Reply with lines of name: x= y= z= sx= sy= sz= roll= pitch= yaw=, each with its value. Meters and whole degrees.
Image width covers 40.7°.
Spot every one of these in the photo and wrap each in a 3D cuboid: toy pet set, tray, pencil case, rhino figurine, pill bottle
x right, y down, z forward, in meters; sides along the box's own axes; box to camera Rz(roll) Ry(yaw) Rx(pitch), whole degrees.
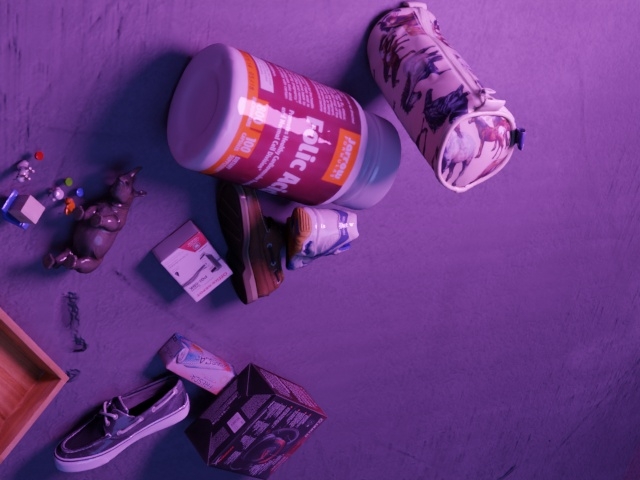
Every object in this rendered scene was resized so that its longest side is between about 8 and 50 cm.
toy pet set: x=-0.495 y=-0.077 z=1.497 sx=0.122 sy=0.065 sz=0.114 roll=52 pitch=52 yaw=-44
tray: x=-0.639 y=0.198 z=1.513 sx=0.203 sy=0.076 sz=0.411 roll=-55 pitch=138 yaw=-27
pencil case: x=0.214 y=-0.277 z=1.571 sx=0.159 sy=0.410 sz=0.183 roll=10 pitch=127 yaw=-29
rhino figurine: x=-0.393 y=-0.037 z=1.553 sx=0.243 sy=0.073 sz=0.106 roll=-54 pitch=164 yaw=8
pill bottle: x=-0.057 y=-0.188 z=1.564 sx=0.392 sy=0.224 sz=0.224 roll=15 pitch=111 yaw=-37

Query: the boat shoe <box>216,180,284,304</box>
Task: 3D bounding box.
boat shoe: x=-0.133 y=-0.012 z=1.723 sx=0.104 sy=0.111 sz=0.307 roll=-23 pitch=139 yaw=-22

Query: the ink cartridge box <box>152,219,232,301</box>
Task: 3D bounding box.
ink cartridge box: x=-0.251 y=0.042 z=1.709 sx=0.099 sy=0.056 sz=0.135 roll=-39 pitch=131 yaw=-4

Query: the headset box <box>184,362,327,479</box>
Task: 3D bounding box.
headset box: x=-0.133 y=0.420 z=1.959 sx=0.218 sy=0.110 sz=0.293 roll=-46 pitch=147 yaw=3

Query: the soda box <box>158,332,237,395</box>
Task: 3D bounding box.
soda box: x=-0.259 y=0.270 z=1.853 sx=0.063 sy=0.058 sz=0.183 roll=-48 pitch=132 yaw=4

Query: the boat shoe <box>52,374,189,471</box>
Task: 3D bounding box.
boat shoe: x=-0.416 y=0.371 z=1.791 sx=0.301 sy=0.108 sz=0.102 roll=-22 pitch=129 yaw=-21

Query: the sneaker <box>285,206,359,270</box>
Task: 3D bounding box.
sneaker: x=0.000 y=0.000 z=1.691 sx=0.131 sy=0.296 sz=0.112 roll=-1 pitch=86 yaw=-9
